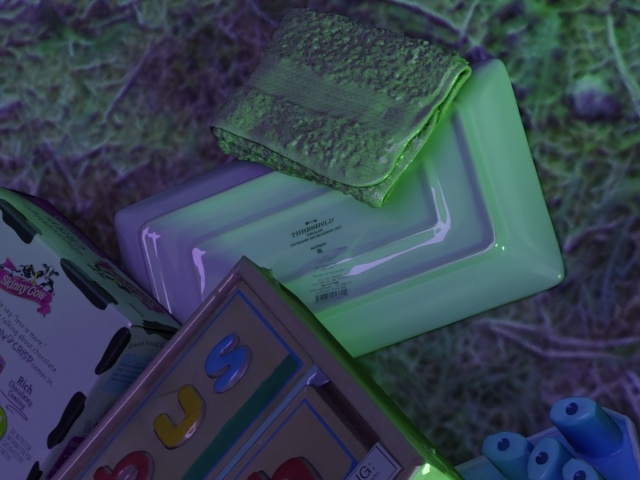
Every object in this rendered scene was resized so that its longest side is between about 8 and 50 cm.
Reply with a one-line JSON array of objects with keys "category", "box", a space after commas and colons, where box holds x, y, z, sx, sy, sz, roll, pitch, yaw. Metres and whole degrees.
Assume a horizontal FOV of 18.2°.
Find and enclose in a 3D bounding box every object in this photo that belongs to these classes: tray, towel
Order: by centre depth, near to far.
[{"category": "towel", "box": [0.010, -0.083, 1.172, 0.148, 0.027, 0.110, 22, 73, 40]}, {"category": "tray", "box": [0.000, 0.000, 1.183, 0.270, 0.030, 0.145, -21, 72, 19]}]

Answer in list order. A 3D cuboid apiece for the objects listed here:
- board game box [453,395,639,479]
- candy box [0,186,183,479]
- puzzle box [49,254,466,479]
[{"category": "board game box", "box": [0.015, 0.304, 1.021, 0.390, 0.050, 0.390, -24, 49, 18]}, {"category": "candy box", "box": [-0.201, 0.105, 1.212, 0.159, 0.071, 0.233, 41, 103, 32]}, {"category": "puzzle box", "box": [-0.112, 0.218, 1.048, 0.409, 0.052, 0.272, -50, 30, 2]}]
